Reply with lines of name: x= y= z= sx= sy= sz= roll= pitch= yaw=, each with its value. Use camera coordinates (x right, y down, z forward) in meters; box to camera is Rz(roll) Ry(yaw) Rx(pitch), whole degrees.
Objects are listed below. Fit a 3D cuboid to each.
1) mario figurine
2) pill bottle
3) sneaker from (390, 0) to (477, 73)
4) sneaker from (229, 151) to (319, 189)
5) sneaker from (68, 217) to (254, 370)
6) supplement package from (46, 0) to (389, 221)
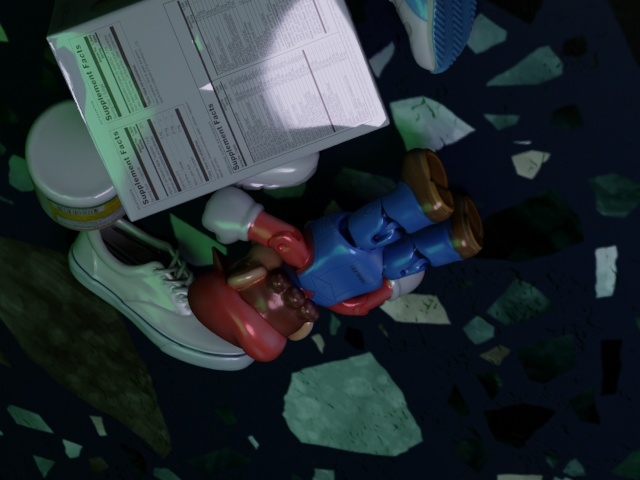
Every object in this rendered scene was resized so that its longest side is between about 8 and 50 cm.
mario figurine: x=0.000 y=0.000 z=1.810 sx=0.320 sy=0.170 sz=0.198 roll=-24 pitch=97 yaw=18
pill bottle: x=-0.257 y=-0.075 z=1.873 sx=0.117 sy=0.117 sz=0.208 roll=35 pitch=168 yaw=3
sneaker: x=0.085 y=-0.270 z=1.633 sx=0.092 sy=0.087 sz=0.228 roll=3 pitch=116 yaw=35
sneaker: x=-0.125 y=-0.161 z=1.805 sx=0.297 sy=0.111 sz=0.129 roll=33 pitch=126 yaw=3
sneaker: x=-0.180 y=0.058 z=1.991 sx=0.258 sy=0.094 sz=0.091 roll=30 pitch=136 yaw=7
supplement package: x=-0.098 y=-0.181 z=1.640 sx=0.263 sy=0.199 sz=0.198 roll=-21 pitch=113 yaw=4
